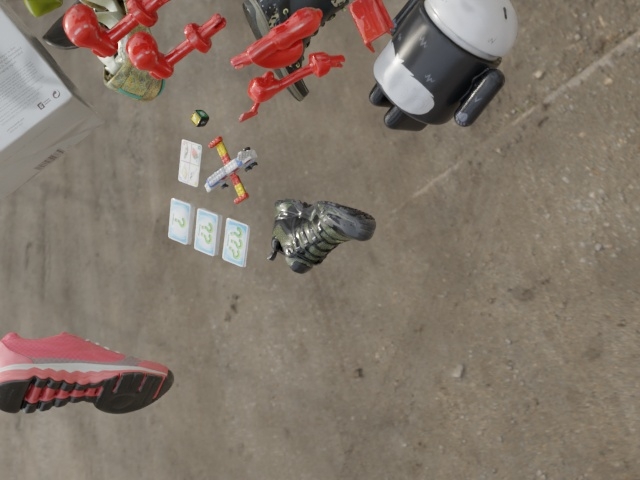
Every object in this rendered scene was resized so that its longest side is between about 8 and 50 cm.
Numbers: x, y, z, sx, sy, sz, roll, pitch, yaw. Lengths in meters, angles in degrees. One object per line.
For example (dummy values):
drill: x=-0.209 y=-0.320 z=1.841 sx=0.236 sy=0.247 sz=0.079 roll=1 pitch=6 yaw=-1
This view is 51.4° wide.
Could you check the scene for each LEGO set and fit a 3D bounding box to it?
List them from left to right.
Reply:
LEGO set: x=-0.193 y=-0.090 z=1.123 sx=0.183 sy=0.060 sz=0.244 roll=21 pitch=110 yaw=30

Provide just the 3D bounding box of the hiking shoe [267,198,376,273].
hiking shoe: x=0.000 y=0.000 z=1.024 sx=0.227 sy=0.086 sz=0.114 roll=8 pitch=85 yaw=55

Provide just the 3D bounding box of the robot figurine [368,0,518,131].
robot figurine: x=0.203 y=-0.308 z=1.122 sx=0.209 sy=0.173 sz=0.278 roll=36 pitch=128 yaw=-5

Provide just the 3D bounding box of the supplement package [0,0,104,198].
supplement package: x=-0.475 y=-0.222 z=0.909 sx=0.199 sy=0.198 sz=0.262 roll=-39 pitch=94 yaw=-4

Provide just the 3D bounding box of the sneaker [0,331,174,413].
sneaker: x=-0.401 y=0.211 z=1.146 sx=0.116 sy=0.314 sz=0.136 roll=-54 pitch=43 yaw=29

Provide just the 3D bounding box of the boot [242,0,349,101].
boot: x=-0.020 y=-0.378 z=1.216 sx=0.179 sy=0.236 sz=0.085 roll=-33 pitch=52 yaw=-1

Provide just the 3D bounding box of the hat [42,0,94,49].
hat: x=-0.537 y=-0.545 z=1.703 sx=0.332 sy=0.133 sz=0.331 roll=-13 pitch=44 yaw=13

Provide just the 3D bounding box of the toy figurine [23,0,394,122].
toy figurine: x=-0.107 y=-0.256 z=0.435 sx=0.191 sy=0.363 sz=0.217 roll=-30 pitch=68 yaw=24

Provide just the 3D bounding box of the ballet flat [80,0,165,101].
ballet flat: x=-0.375 y=-0.411 z=1.203 sx=0.123 sy=0.123 sz=0.348 roll=-28 pitch=72 yaw=33
